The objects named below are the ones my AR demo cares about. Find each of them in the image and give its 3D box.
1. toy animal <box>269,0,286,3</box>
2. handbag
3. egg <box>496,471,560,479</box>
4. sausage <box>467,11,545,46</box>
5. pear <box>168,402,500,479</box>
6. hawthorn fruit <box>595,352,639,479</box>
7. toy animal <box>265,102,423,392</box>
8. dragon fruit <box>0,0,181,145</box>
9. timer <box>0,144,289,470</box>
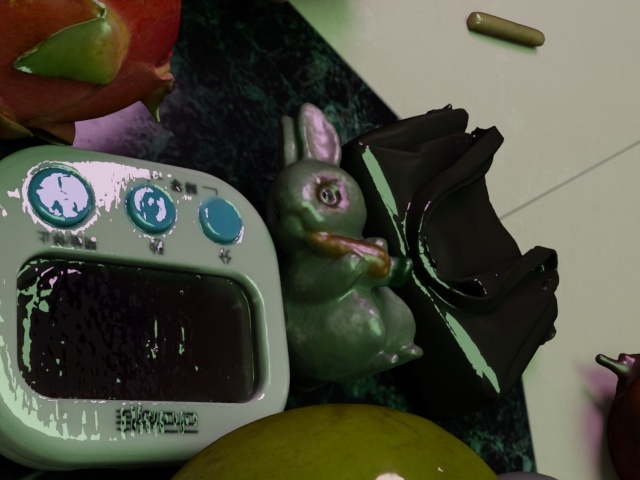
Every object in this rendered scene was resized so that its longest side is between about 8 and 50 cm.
[{"bbox_3d":[-0.029,-0.360,0.958,0.326,0.237,0.269,20,71,-30],"label":"toy animal"},{"bbox_3d":[0.139,0.006,1.003,0.257,0.113,0.285,-29,91,-50],"label":"handbag"},{"bbox_3d":[0.170,0.284,0.881,0.199,0.146,0.146,-21,86,-49],"label":"egg"},{"bbox_3d":[0.237,-0.264,1.248,0.132,0.024,0.024,5,69,-37],"label":"sausage"},{"bbox_3d":[-0.009,0.245,0.647,0.253,0.253,0.307,51,57,-11],"label":"pear"},{"bbox_3d":[0.406,0.205,1.088,0.208,0.208,0.248,-25,65,-43],"label":"hawthorn fruit"},{"bbox_3d":[-0.003,0.001,0.862,0.127,0.125,0.251,-18,84,-12],"label":"toy animal"},{"bbox_3d":[-0.218,-0.175,0.719,0.227,0.224,0.224,2,70,-30],"label":"dragon fruit"},{"bbox_3d":[-0.149,0.054,0.754,0.262,0.087,0.237,9,66,-37],"label":"timer"}]
